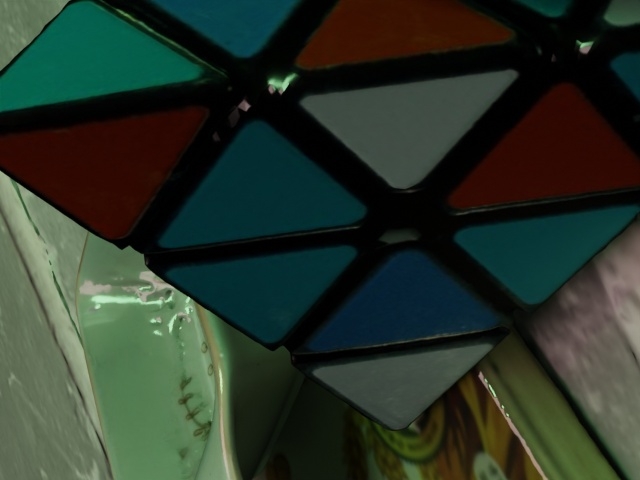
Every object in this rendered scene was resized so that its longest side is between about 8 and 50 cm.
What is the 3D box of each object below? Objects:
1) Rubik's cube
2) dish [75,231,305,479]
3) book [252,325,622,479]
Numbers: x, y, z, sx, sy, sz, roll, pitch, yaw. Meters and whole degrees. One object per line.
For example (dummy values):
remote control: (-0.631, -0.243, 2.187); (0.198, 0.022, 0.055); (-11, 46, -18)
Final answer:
Rubik's cube: (0.000, 0.000, 0.679); (0.284, 0.250, 0.234); (33, 141, 37)
dish: (-0.053, 0.057, 0.855); (0.154, 0.064, 0.234); (113, 150, -41)
book: (0.040, 0.217, 0.882); (0.300, 0.039, 0.428); (56, 145, 20)
